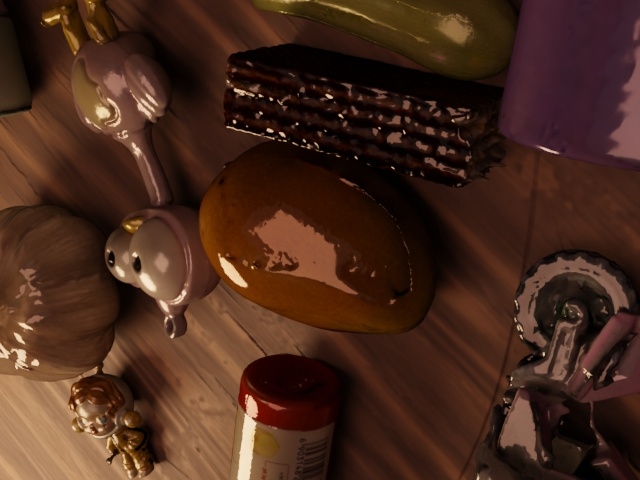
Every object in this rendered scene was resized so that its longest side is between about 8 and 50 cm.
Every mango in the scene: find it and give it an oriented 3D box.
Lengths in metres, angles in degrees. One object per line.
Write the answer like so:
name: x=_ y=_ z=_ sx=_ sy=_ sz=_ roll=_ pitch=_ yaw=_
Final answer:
mango: x=0.000 y=0.000 z=0.825 sx=0.236 sy=0.136 sz=0.166 roll=32 pitch=119 yaw=15

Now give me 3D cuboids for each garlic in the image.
garlic: x=-0.348 y=0.072 z=1.013 sx=0.219 sy=0.212 sz=0.218 roll=8 pitch=105 yaw=33

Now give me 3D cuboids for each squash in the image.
squash: x=0.051 y=-0.198 z=0.763 sx=0.250 sy=0.083 sz=0.083 roll=24 pitch=116 yaw=25

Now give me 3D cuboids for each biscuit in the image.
biscuit: x=0.042 y=-0.111 z=0.780 sx=0.252 sy=0.106 sz=0.070 roll=18 pitch=115 yaw=26

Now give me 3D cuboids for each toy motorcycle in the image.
toy motorcycle: x=0.222 y=0.178 z=0.757 sx=0.188 sy=0.143 sz=0.327 roll=17 pitch=99 yaw=16

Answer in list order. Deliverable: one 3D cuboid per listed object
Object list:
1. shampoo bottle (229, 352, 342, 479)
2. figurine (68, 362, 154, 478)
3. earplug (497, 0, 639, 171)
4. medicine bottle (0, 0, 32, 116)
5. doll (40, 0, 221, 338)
shampoo bottle: x=-0.045 y=0.263 z=0.954 sx=0.104 sy=0.104 sz=0.278 roll=19 pitch=114 yaw=25
figurine: x=-0.243 y=0.219 z=1.088 sx=0.143 sy=0.068 sz=0.101 roll=46 pitch=128 yaw=-4
earplug: x=0.244 y=-0.272 z=0.554 sx=0.215 sy=0.215 sz=0.455 roll=14 pitch=109 yaw=27
medicine bottle: x=-0.400 y=-0.212 z=0.997 sx=0.135 sy=0.135 sz=0.168 roll=-4 pitch=104 yaw=32
doll: x=-0.185 y=-0.075 z=0.933 sx=0.160 sy=0.094 sz=0.365 roll=-4 pitch=101 yaw=47
